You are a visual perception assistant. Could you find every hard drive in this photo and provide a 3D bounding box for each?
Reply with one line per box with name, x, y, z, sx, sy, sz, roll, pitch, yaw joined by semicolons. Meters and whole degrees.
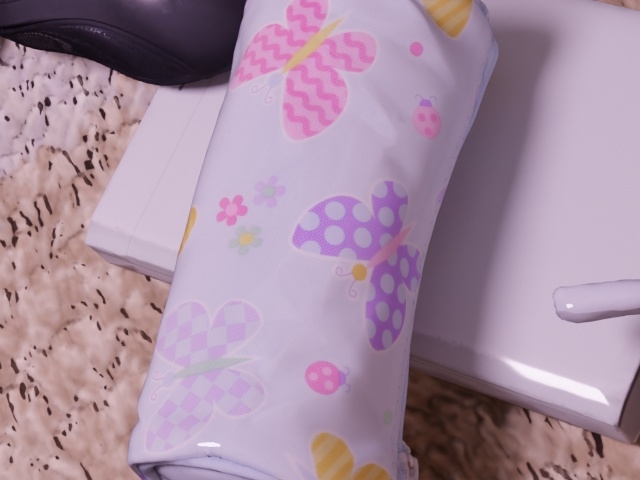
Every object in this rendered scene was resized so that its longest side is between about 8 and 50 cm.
hard drive;0.052;-0.040;0.976;0.308;0.040;0.203;18;74;30

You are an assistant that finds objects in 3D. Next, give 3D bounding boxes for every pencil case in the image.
pencil case;0.000;0.000;0.887;0.124;0.113;0.273;6;68;16

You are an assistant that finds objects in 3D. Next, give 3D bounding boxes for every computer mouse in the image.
computer mouse;-0.129;-0.152;1.057;0.272;0.072;0.188;10;67;39

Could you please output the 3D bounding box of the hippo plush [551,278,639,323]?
hippo plush;0.300;-0.043;0.809;0.294;0.234;0.236;-37;22;53
